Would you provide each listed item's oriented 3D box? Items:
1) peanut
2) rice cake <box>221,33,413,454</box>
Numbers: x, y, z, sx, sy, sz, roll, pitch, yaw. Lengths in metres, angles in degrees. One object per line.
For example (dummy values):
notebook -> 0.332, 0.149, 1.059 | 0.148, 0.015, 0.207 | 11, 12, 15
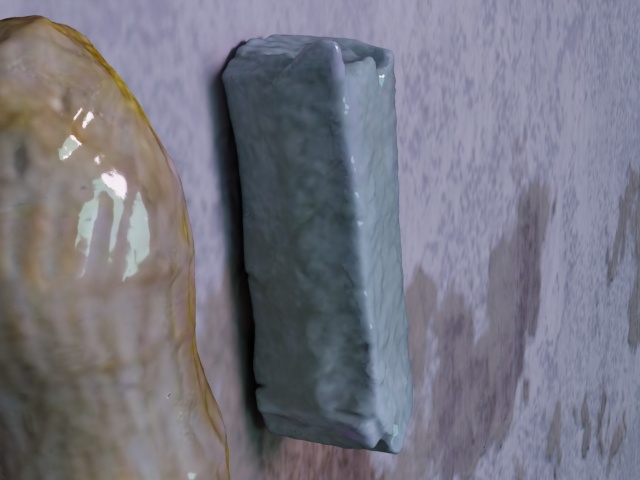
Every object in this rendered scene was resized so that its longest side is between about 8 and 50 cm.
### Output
peanut -> -0.076, 0.032, 0.473 | 0.087, 0.087, 0.207 | -57, 147, -49
rice cake -> 0.000, 0.001, 0.686 | 0.063, 0.069, 0.206 | -46, 135, -54
